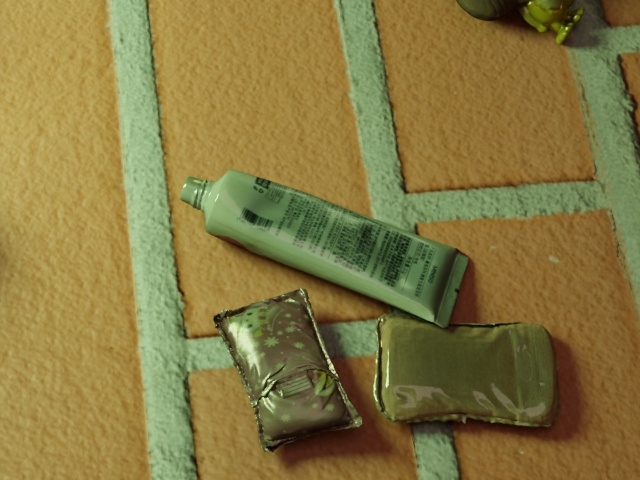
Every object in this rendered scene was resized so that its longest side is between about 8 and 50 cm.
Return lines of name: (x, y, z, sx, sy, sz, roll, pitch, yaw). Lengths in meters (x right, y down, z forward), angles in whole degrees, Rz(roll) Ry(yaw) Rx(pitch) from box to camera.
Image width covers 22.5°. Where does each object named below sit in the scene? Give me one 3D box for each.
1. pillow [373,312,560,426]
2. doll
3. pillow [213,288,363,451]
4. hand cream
pillow: (0.164, 0.146, 1.793, 0.211, 0.034, 0.135, 5, 56, -4)
doll: (0.249, -0.335, 2.036, 0.188, 0.096, 0.145, 14, 68, -8)
pillow: (-0.038, 0.143, 1.772, 0.118, 0.043, 0.185, -18, 61, -7)
hand cream: (0.000, 0.000, 1.845, 0.341, 0.077, 0.124, 22, 45, 1)
